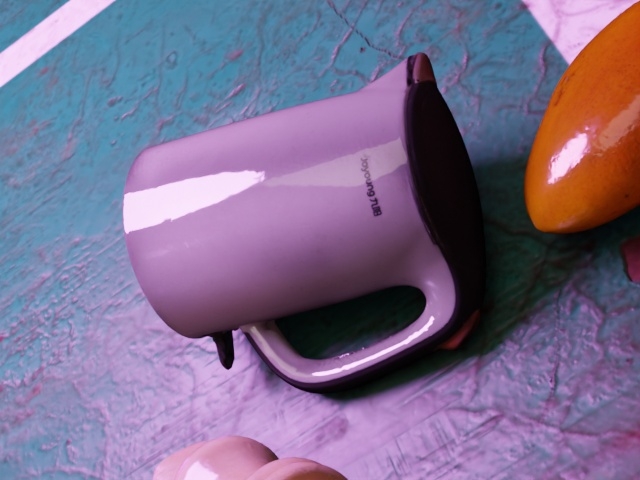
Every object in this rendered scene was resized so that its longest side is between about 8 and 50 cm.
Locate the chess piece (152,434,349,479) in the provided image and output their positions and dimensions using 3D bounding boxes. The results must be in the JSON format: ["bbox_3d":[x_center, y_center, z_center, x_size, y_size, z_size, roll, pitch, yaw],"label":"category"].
[{"bbox_3d":[-0.015,0.197,0.804,0.397,0.117,0.117,1,62,61],"label":"chess piece"}]

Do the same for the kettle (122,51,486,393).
[{"bbox_3d":[0.000,0.000,0.959,0.255,0.165,0.240,-14,87,20],"label":"kettle"}]

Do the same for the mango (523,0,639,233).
[{"bbox_3d":[0.224,-0.095,0.892,0.217,0.102,0.141,-51,44,-5],"label":"mango"}]
